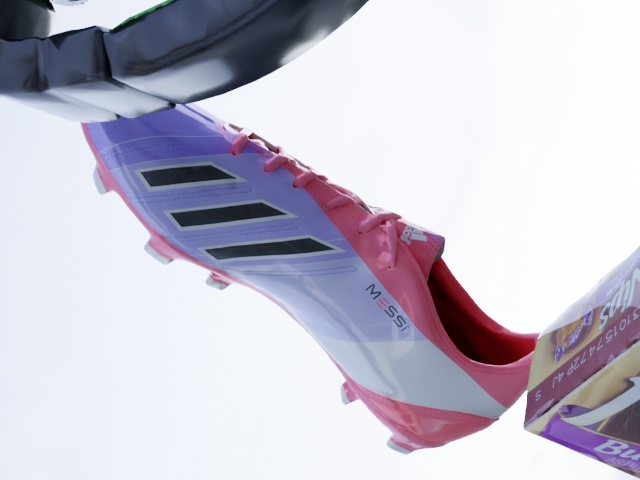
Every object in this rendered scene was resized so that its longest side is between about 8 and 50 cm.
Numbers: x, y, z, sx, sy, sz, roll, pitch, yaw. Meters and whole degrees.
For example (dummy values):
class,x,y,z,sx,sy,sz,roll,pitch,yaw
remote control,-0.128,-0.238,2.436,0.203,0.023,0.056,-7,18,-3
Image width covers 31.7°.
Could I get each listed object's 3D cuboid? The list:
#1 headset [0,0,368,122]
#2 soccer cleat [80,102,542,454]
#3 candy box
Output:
class,x,y,z,sx,sy,sz,roll,pitch,yaw
headset,-0.131,-0.158,0.405,0.185,0.394,0.243,16,-107,-72
soccer cleat,0.000,0.000,0.525,0.095,0.248,0.083,-39,14,29
candy box,0.185,0.067,0.425,0.109,0.186,0.053,124,167,-55
